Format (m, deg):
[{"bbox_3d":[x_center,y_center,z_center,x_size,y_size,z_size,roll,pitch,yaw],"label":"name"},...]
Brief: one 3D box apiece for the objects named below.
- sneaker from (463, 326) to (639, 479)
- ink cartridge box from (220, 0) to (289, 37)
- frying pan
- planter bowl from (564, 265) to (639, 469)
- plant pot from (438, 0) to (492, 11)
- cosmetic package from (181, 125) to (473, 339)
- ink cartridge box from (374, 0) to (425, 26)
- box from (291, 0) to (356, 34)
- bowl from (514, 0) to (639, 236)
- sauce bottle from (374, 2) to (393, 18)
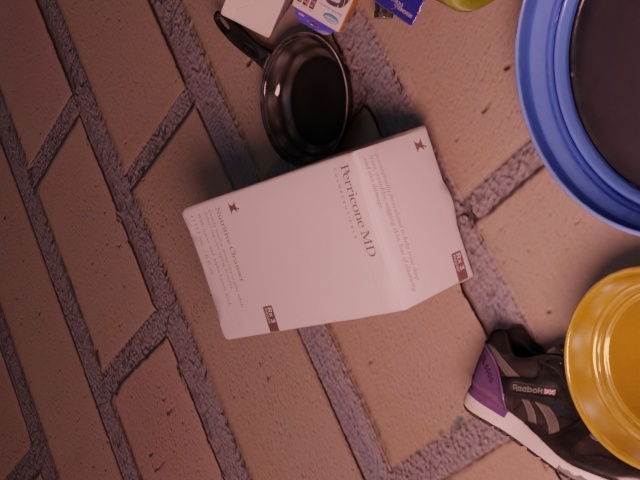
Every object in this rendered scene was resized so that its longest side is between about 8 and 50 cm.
[{"bbox_3d":[0.286,0.188,1.193,0.283,0.107,0.124,26,108,44],"label":"sneaker"},{"bbox_3d":[-0.058,-0.396,1.468,0.078,0.231,0.134,25,122,-3],"label":"ink cartridge box"},{"bbox_3d":[-0.060,-0.225,1.565,0.326,0.053,0.197,26,114,45],"label":"frying pan"},{"bbox_3d":[0.373,0.130,1.093,0.217,0.090,0.217,8,101,47],"label":"planter bowl"},{"bbox_3d":[0.074,-0.427,1.089,0.353,0.366,0.366,37,122,21],"label":"plant pot"},{"bbox_3d":[0.000,0.000,1.428,0.385,0.156,0.217,-17,93,50],"label":"cosmetic package"},{"bbox_3d":[0.125,-0.472,1.284,0.176,0.069,0.371,42,120,30],"label":"ink cartridge box"},{"bbox_3d":[0.016,-0.359,1.457,0.081,0.028,0.136,32,124,8],"label":"box"},{"bbox_3d":[0.376,-0.197,1.059,0.391,0.077,0.391,9,102,48],"label":"bowl"},{"bbox_3d":[0.086,-0.363,1.392,0.042,0.042,0.128,12,105,47],"label":"sauce bottle"}]
